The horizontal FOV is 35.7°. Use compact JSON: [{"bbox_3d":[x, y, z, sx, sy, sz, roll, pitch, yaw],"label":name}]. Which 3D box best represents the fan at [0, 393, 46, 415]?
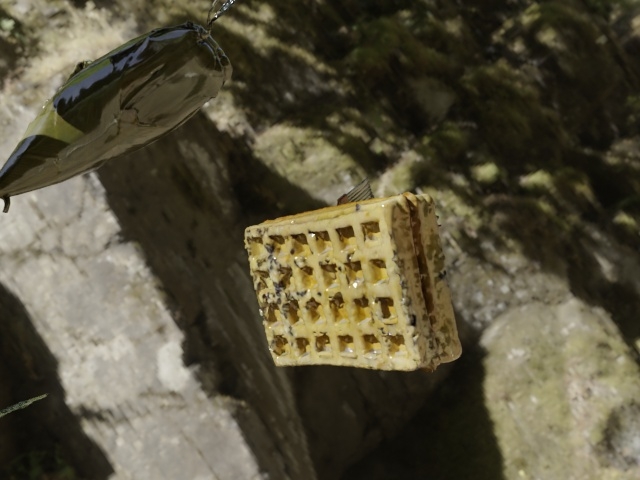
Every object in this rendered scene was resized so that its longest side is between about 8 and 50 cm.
[{"bbox_3d":[-0.555,0.302,1.702,0.131,0.009,0.240,-26,-3,21],"label":"fan"}]

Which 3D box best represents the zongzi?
[{"bbox_3d":[-0.319,-0.234,1.685,0.447,0.181,0.418,-21,23,33],"label":"zongzi"}]

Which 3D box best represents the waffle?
[{"bbox_3d":[0.041,0.074,1.537,0.114,0.261,0.376,-17,5,-38],"label":"waffle"}]

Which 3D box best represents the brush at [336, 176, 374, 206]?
[{"bbox_3d":[0.000,0.000,1.826,0.017,0.090,0.314,12,43,45],"label":"brush"}]
